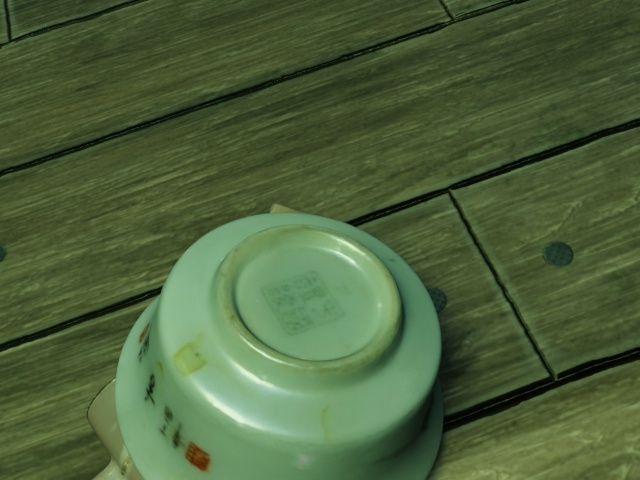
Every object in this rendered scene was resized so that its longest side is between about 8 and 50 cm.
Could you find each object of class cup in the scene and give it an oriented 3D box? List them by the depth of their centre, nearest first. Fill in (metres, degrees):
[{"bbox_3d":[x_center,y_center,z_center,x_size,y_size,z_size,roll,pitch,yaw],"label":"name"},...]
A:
[{"bbox_3d":[-0.021,0.099,0.670,0.348,0.163,0.347,8,46,-9],"label":"cup"}]

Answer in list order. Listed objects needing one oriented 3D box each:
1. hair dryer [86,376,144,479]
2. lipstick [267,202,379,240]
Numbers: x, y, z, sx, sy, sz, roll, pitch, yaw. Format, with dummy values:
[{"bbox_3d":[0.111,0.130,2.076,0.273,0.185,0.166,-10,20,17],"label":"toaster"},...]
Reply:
[{"bbox_3d":[-0.238,0.303,0.690,0.344,0.106,0.189,-41,64,-7],"label":"hair dryer"},{"bbox_3d":[0.000,0.000,0.859,0.145,0.045,0.045,19,64,18],"label":"lipstick"}]
